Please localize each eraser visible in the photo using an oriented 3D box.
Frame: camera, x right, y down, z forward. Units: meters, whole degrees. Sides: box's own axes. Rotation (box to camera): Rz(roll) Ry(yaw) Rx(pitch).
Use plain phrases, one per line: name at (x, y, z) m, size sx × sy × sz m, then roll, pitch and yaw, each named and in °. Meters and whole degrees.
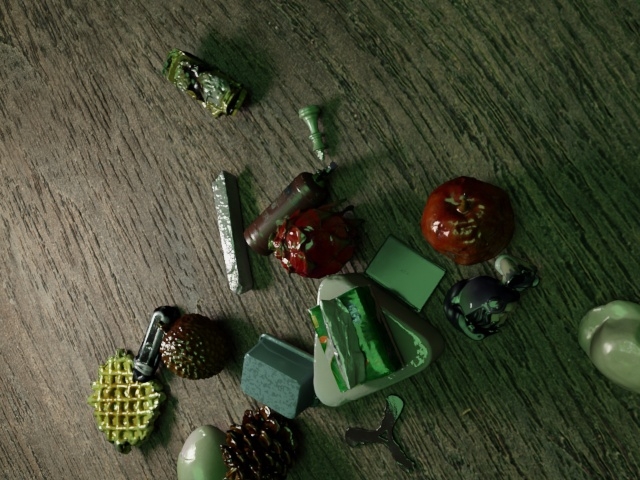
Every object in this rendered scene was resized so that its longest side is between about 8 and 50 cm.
eraser at (0.104, 0.280, 1.365) m, size 0.331 × 0.150 × 0.331 m, roll 2°, pitch 93°, yaw 28°

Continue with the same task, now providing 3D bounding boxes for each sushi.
sushi at (-0.346, -0.452, 1.582) m, size 0.291 × 0.131 × 0.139 m, roll 32°, pitch 104°, yaw 14°

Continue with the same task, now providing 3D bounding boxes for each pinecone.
pinecone at (-0.176, 0.584, 1.489) m, size 0.222 × 0.221 × 0.221 m, roll 1°, pitch 92°, yaw 27°

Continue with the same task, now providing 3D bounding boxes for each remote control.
remote control at (-0.535, 0.331, 1.710) m, size 0.090 × 0.066 × 0.265 m, roll 24°, pitch 91°, yaw 27°

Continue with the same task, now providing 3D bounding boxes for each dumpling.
dumpling at (0.651, 0.226, 1.099) m, size 0.250 × 0.132 × 0.162 m, roll 38°, pitch 117°, yaw 37°

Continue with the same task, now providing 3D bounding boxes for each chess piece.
chess piece at (-0.011, -0.289, 1.460) m, size 0.059 × 0.059 × 0.149 m, roll -18°, pitch 90°, yaw 26°

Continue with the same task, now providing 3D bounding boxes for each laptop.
laptop at (0.212, 0.081, 1.366) m, size 0.180 × 0.016 × 0.129 m, roll 35°, pitch 95°, yaw 21°

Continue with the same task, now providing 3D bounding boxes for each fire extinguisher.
fire extinguisher at (-0.068, -0.097, 1.446) m, size 0.102 × 0.138 × 0.344 m, roll 45°, pitch 112°, yaw -3°

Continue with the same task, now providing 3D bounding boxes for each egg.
egg at (-0.327, 0.654, 1.582) m, size 0.183 × 0.183 × 0.217 m, roll -11°, pitch 72°, yaw 27°

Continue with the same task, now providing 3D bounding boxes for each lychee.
lychee at (-0.380, 0.309, 1.583) m, size 0.238 × 0.200 × 0.200 m, roll 30°, pitch 106°, yaw 0°

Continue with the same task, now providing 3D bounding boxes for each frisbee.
frisbee at (0.175, 0.528, 1.414) m, size 0.211 × 0.012 × 0.187 m, roll -41°, pitch 75°, yaw 22°

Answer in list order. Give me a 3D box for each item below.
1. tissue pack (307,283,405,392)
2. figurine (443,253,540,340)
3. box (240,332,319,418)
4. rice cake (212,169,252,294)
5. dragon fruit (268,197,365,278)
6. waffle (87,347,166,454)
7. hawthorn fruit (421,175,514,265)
tissue pack at (0.071, 0.223, 1.216) m, size 0.148 × 0.156 × 0.209 m, roll -26°, pitch 77°, yaw 22°
figurine at (0.377, 0.127, 1.220) m, size 0.145 × 0.145 × 0.222 m, roll 44°, pitch 116°, yaw 19°
box at (-0.106, 0.374, 1.485) m, size 0.227 × 0.130 × 0.162 m, roll 22°, pitch 116°, yaw 24°
rice cake at (-0.260, -0.022, 1.581) m, size 0.056 × 0.073 × 0.364 m, roll -12°, pitch 86°, yaw 30°
dragon fruit at (0.000, 0.000, 1.372) m, size 0.193 × 0.274 × 0.192 m, roll -124°, pitch 28°, yaw -49°
waffle at (-0.652, 0.534, 1.802) m, size 0.317 × 0.073 × 0.297 m, roll 40°, pitch 103°, yaw 28°
hawthorn fruit at (0.318, -0.054, 1.185) m, size 0.208 × 0.243 × 0.207 m, roll -6°, pitch 73°, yaw 19°
